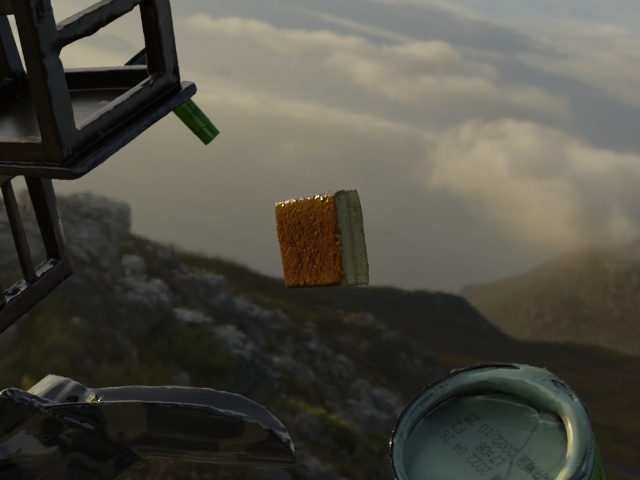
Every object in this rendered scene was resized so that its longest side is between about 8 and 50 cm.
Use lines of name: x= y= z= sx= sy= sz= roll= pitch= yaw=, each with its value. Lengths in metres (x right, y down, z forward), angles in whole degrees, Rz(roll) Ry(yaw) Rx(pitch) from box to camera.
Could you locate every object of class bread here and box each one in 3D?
bread: x=0.000 y=0.000 z=0.946 sx=0.035 sy=0.090 sz=0.094 roll=-6 pitch=0 yaw=-40

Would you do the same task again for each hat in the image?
hat: x=-0.236 y=0.258 z=1.153 sx=0.382 sy=0.257 sz=0.366 roll=24 pitch=-4 yaw=0

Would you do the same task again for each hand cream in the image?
hand cream: x=-0.157 y=-0.154 z=1.088 sx=0.122 sy=0.036 sz=0.023 roll=47 pitch=-18 yaw=-5

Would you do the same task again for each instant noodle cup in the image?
instant noodle cup: x=0.143 y=0.225 z=0.774 sx=0.207 sy=0.232 sz=0.207 roll=-12 pitch=39 yaw=10

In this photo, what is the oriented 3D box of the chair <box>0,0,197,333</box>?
chair: x=-0.249 y=-0.101 z=0.919 sx=0.240 sy=0.416 sz=0.203 roll=2 pitch=30 yaw=24
